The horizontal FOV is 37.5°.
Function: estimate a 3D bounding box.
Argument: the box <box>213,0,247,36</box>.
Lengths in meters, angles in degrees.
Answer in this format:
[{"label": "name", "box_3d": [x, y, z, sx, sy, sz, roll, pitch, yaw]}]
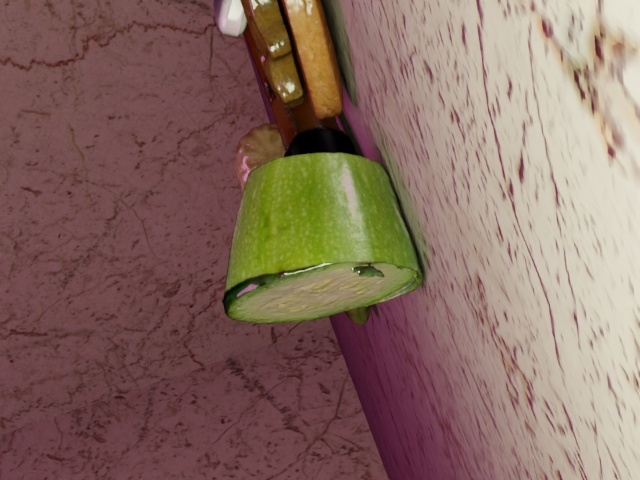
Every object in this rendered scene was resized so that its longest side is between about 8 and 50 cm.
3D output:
[{"label": "box", "box_3d": [-0.097, -0.327, 1.123, 0.285, 0.044, 0.142, -114, 35, -70]}]

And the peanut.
[{"label": "peanut", "box_3d": [-0.050, -0.050, 1.647, 0.153, 0.140, 0.325, 20, 132, 65]}]

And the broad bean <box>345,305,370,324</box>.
[{"label": "broad bean", "box_3d": [0.028, 0.027, 1.419, 0.207, 0.072, 0.153, 54, 169, 40]}]

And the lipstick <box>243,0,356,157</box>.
[{"label": "lipstick", "box_3d": [-0.016, -0.128, 1.017, 0.077, 0.077, 0.419, 75, 177, -52]}]

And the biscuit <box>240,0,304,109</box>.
[{"label": "biscuit", "box_3d": [-0.054, -0.211, 0.903, 0.215, 0.034, 0.182, -106, -1, -64]}]

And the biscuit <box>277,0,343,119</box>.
[{"label": "biscuit", "box_3d": [-0.019, -0.214, 0.855, 0.186, 0.036, 0.192, 71, -179, -52]}]

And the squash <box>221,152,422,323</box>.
[{"label": "squash", "box_3d": [0.000, 0.000, 0.795, 0.170, 0.170, 0.123, 82, -175, -75]}]
